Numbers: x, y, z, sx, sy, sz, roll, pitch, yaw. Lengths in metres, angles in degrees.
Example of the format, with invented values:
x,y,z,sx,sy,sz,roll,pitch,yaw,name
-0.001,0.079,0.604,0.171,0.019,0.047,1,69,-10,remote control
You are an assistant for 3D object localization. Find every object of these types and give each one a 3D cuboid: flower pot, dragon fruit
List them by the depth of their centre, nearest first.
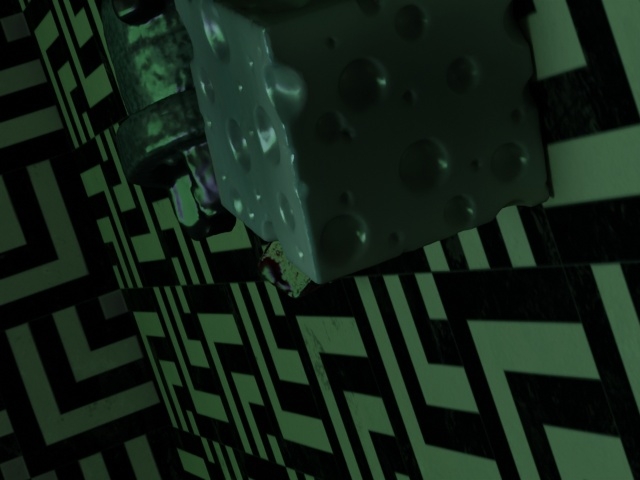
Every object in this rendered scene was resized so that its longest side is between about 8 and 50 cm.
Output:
x,y,z,sx,sy,sz,roll,pitch,yaw,name
-0.089,-0.162,1.766,0.299,0.299,0.282,144,114,-73,flower pot
0.000,0.000,1.999,0.102,0.096,0.147,51,126,24,dragon fruit

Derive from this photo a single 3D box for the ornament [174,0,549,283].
x,y,z,sx,sy,sz,roll,pitch,yaw,name
0.034,-0.139,1.448,0.239,0.240,0.239,36,143,59,ornament
